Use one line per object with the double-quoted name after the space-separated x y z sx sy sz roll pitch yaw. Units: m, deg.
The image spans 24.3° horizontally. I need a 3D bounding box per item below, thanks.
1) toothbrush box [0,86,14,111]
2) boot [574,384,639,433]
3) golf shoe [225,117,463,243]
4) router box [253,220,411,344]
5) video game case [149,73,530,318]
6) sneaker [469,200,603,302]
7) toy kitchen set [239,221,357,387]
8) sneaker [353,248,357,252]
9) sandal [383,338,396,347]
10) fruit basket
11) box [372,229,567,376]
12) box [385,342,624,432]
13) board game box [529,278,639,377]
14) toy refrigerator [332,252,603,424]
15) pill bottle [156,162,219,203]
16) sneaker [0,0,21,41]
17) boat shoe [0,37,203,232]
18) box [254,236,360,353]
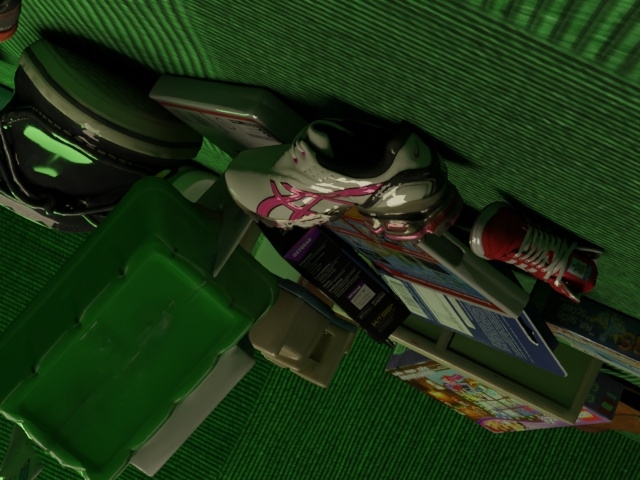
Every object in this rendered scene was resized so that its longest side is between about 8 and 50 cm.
-0.406 -0.121 2.162 0.295 0.126 0.216 26 175 3 "toothbrush box"
0.346 0.216 2.108 0.264 0.096 0.280 34 170 -16 "boot"
0.005 -0.052 0.981 0.186 0.067 0.086 5 137 39 "golf shoe"
0.000 0.012 1.382 0.133 0.046 0.179 42 -177 -26 "router box"
0.012 -0.037 1.177 0.285 0.025 0.204 37 171 -28 "video game case"
0.151 0.009 1.020 0.067 0.042 0.118 28 -175 33 "sneaker"
-0.069 0.032 1.390 0.207 0.122 0.166 23 172 27 "toy kitchen set"
0.000 0.000 1.814 0.071 0.068 0.170 42 165 -7 "sneaker"
0.110 0.105 2.255 0.303 0.086 0.120 46 171 -32 "sandal"
-0.158 0.071 1.299 0.165 0.327 0.353 42 -178 -6 "fruit basket"
0.128 0.042 1.345 0.225 0.036 0.136 23 156 52 "box"
0.240 0.185 2.002 0.201 0.057 0.293 30 159 -16 "box"
0.295 0.102 1.363 0.201 0.035 0.136 24 175 25 "board game box"
0.159 0.088 1.554 0.269 0.102 0.094 27 176 -10 "toy refrigerator"
-0.223 -0.058 1.917 0.208 0.117 0.117 23 175 39 "pill bottle"
-0.274 -0.199 1.031 0.158 0.061 0.065 26 149 -17 "sneaker"
-0.238 -0.086 1.436 0.187 0.156 0.500 29 174 -16 "boat shoe"
-0.011 0.059 2.006 0.091 0.130 0.170 23 176 39 "box"
